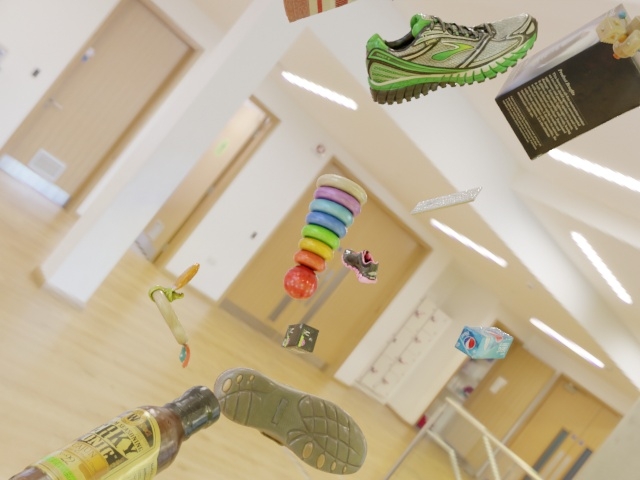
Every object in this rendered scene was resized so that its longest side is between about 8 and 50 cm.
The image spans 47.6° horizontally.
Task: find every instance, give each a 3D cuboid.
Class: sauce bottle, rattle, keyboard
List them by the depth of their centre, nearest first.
[{"bbox_3d":[-0.290,0.314,1.072,0.111,0.111,0.344,38,33,19],"label":"sauce bottle"},{"bbox_3d":[-0.308,0.179,1.705,0.200,0.142,0.130,55,-32,13],"label":"rattle"},{"bbox_3d":[0.402,-0.127,2.336,0.256,0.072,0.014,-13,-57,45],"label":"keyboard"}]

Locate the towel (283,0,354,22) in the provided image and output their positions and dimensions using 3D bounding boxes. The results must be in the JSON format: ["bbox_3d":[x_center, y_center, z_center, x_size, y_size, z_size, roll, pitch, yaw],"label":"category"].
[{"bbox_3d":[0.062,-0.648,1.737,0.237,0.329,0.037,84,-13,-74],"label":"towel"}]

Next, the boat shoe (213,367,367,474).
[{"bbox_3d":[-0.055,0.328,1.354,0.324,0.123,0.116,35,-13,-13],"label":"boat shoe"}]

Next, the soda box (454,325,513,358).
[{"bbox_3d":[0.473,0.294,2.086,0.067,0.071,0.210,31,12,36],"label":"soda box"}]

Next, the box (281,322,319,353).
[{"bbox_3d":[-0.050,0.245,1.812,0.052,0.062,0.083,27,-21,-23],"label":"box"}]

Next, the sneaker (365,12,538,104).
[{"bbox_3d":[0.250,-0.376,1.410,0.134,0.343,0.146,-87,160,-61],"label":"sneaker"}]

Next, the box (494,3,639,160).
[{"bbox_3d":[0.593,-0.370,1.672,0.183,0.294,0.296,55,34,-12],"label":"box"}]

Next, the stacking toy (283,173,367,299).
[{"bbox_3d":[0.000,0.000,1.874,0.141,0.330,0.141,21,-16,6],"label":"stacking toy"}]

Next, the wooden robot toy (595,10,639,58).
[{"bbox_3d":[0.496,-0.312,1.151,0.076,0.173,0.079,63,-34,20],"label":"wooden robot toy"}]

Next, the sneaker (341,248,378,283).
[{"bbox_3d":[0.082,0.039,1.439,0.047,0.057,0.119,0,25,-28],"label":"sneaker"}]
